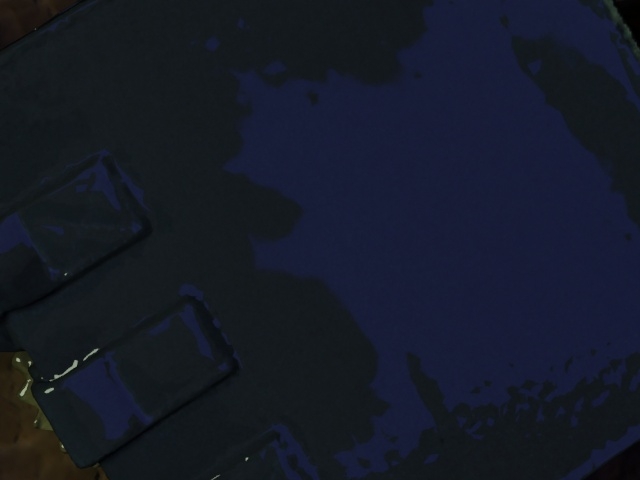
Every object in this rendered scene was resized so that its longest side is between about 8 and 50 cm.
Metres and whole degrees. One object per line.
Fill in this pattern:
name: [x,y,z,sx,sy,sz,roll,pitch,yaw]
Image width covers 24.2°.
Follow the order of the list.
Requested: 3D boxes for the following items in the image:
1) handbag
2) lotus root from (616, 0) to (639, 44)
handbag: [0.000,0.000,0.687,0.329,0.122,0.303,-34,101,-9]
lotus root: [0.147,-0.267,0.842,0.390,0.111,0.375,31,74,-6]
